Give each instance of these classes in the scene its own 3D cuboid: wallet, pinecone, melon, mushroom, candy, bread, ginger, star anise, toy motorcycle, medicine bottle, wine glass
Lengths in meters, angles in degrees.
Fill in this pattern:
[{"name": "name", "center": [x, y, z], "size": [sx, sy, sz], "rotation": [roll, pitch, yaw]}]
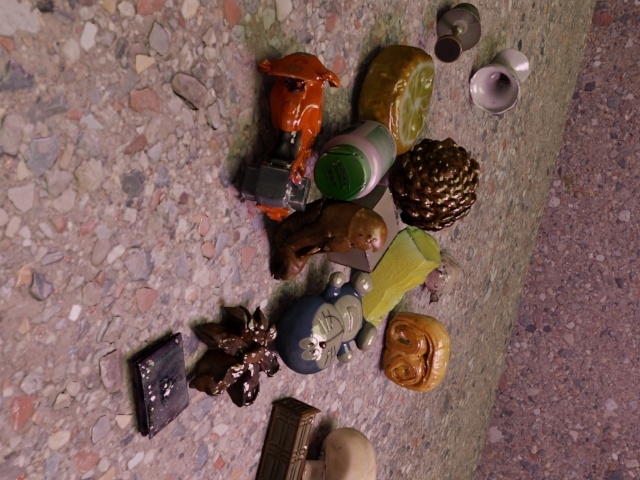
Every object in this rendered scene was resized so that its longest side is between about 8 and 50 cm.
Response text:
[{"name": "wallet", "center": [-0.278, 0.253, 1.114], "size": [0.111, 0.030, 0.166], "rotation": [-36, 135, -52]}, {"name": "pinecone", "center": [0.291, -0.131, 1.663], "size": [0.243, 0.243, 0.257], "rotation": [-43, 158, -41]}, {"name": "melon", "center": [0.170, 0.111, 1.656], "size": [0.323, 0.124, 0.196], "rotation": [-49, 145, 18]}, {"name": "mushroom", "center": [0.046, 0.614, 1.658], "size": [0.246, 0.202, 0.246], "rotation": [-174, -90, -78]}, {"name": "candy", "center": [0.183, -0.329, 1.502], "size": [0.260, 0.118, 0.260], "rotation": [-36, 136, -46]}, {"name": "bread", "center": [0.288, 0.329, 1.893], "size": [0.120, 0.198, 0.236], "rotation": [-19, 119, -60]}, {"name": "ginger", "center": [-0.006, -0.012, 1.236], "size": [0.133, 0.309, 0.107], "rotation": [54, 54, -16]}, {"name": "star anise", "center": [-0.156, 0.230, 1.237], "size": [0.220, 0.098, 0.214], "rotation": [-26, 116, -51]}, {"name": "toy motorcycle", "center": [-0.053, -0.205, 1.163], "size": [0.221, 0.147, 0.326], "rotation": [50, 52, -80]}, {"name": "medicine bottle", "center": [0.072, -0.165, 1.311], "size": [0.274, 0.133, 0.134], "rotation": [-49, 146, -66]}, {"name": "wine glass", "center": [0.577, -0.514, 2.024], "size": [0.196, 0.164, 0.165], "rotation": [-53, 144, -44]}]

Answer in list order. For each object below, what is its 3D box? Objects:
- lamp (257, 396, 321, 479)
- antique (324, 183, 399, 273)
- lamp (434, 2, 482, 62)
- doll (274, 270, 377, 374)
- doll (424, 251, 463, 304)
[{"name": "lamp", "center": [-0.092, 0.540, 1.490], "size": [0.090, 0.089, 0.326], "rotation": [8, 98, -60]}, {"name": "antique", "center": [0.080, -0.036, 1.439], "size": [0.147, 0.147, 0.152], "rotation": [-54, 143, -31]}, {"name": "lamp", "center": [0.362, -0.547, 1.676], "size": [0.215, 0.121, 0.121], "rotation": [-62, 150, -44]}, {"name": "doll", "center": [0.010, 0.190, 1.428], "size": [0.258, 0.153, 0.228], "rotation": [-30, 120, -51]}, {"name": "doll", "center": [0.402, 0.118, 2.082], "size": [0.192, 0.095, 0.149], "rotation": [-21, 123, -56]}]
